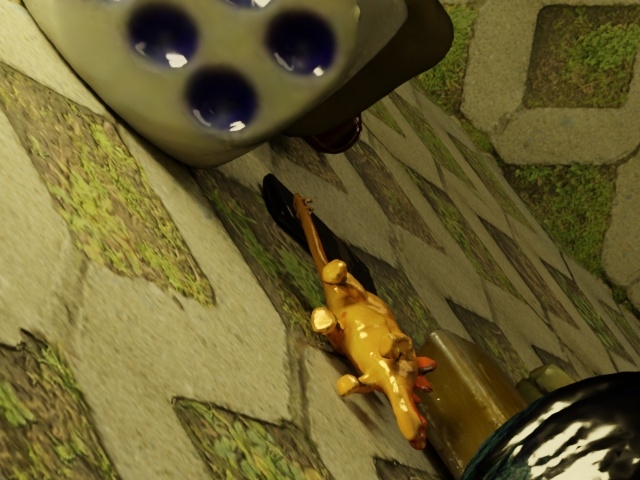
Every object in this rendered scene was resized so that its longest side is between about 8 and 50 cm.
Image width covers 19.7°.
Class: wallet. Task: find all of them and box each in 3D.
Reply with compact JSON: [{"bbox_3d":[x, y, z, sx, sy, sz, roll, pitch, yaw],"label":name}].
[{"bbox_3d":[0.000,0.000,1.807,0.156,0.018,0.082,44,13,-30],"label":"wallet"}]

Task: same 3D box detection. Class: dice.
[{"bbox_3d":[-0.097,-0.225,1.608,0.259,0.243,0.251,50,11,-13],"label":"dice"}]

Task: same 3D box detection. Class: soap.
[{"bbox_3d":[0.173,0.208,1.635,0.257,0.080,0.160,55,13,27],"label":"soap"}]

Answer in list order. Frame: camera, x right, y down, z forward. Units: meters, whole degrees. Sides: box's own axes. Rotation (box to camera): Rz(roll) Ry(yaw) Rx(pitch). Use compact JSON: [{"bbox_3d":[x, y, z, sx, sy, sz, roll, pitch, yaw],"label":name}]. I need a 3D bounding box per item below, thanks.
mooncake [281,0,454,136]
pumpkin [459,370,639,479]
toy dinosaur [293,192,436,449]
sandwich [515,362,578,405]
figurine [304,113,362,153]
[{"bbox_3d":[-0.072,-0.330,2.005,0.467,0.262,0.467,49,9,-11],"label":"mooncake"},{"bbox_3d":[0.255,0.265,1.296,0.363,0.266,0.363,49,6,-7],"label":"pumpkin"},{"bbox_3d":[0.040,0.078,1.581,0.117,0.070,0.288,46,11,-46],"label":"toy dinosaur"},{"bbox_3d":[0.293,0.230,1.852,0.249,0.095,0.273,39,0,12],"label":"sandwich"},{"bbox_3d":[0.005,-0.150,2.213,0.154,0.082,0.098,61,-4,44],"label":"figurine"}]
